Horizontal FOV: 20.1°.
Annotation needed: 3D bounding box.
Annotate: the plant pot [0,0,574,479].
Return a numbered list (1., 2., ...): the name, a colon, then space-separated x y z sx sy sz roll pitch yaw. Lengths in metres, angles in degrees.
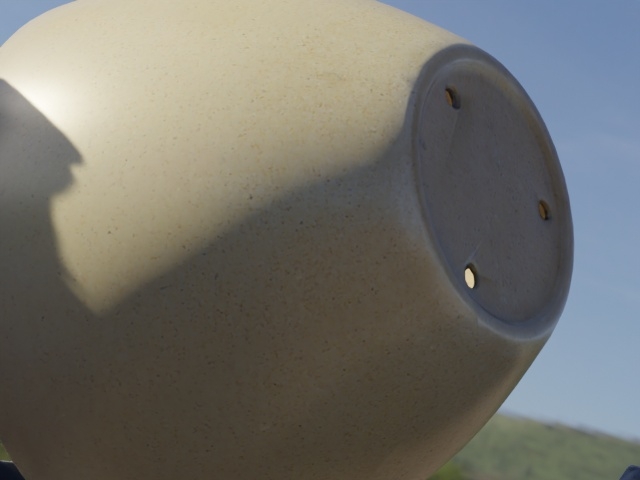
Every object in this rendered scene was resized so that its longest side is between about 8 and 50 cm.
1. plant pot: 0.000 0.000 0.817 0.191 0.284 0.284 -16 -30 36

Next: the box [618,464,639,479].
1. box: 0.153 0.237 0.711 0.242 0.307 0.076 4 -46 50

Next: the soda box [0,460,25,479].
1. soda box: -0.191 0.205 1.351 0.169 0.060 0.053 11 42 -35
